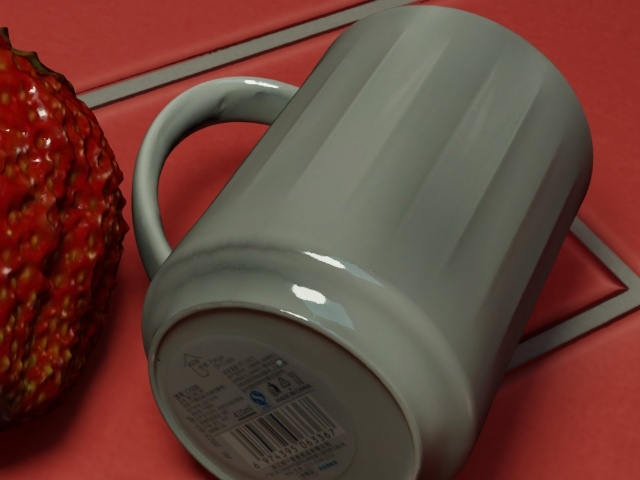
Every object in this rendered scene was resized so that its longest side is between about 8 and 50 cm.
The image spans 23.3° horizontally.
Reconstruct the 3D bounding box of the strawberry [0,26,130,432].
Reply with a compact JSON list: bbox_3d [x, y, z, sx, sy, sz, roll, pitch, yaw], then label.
[{"bbox_3d":[-0.252,-0.008,1.055,0.250,0.238,0.288,-5,58,-12],"label":"strawberry"}]

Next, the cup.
[{"bbox_3d":[0.000,0.000,1.105,0.322,0.237,0.327,20,46,14],"label":"cup"}]
